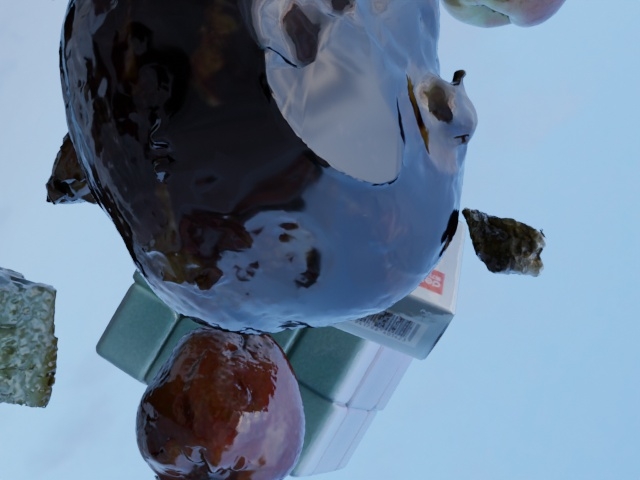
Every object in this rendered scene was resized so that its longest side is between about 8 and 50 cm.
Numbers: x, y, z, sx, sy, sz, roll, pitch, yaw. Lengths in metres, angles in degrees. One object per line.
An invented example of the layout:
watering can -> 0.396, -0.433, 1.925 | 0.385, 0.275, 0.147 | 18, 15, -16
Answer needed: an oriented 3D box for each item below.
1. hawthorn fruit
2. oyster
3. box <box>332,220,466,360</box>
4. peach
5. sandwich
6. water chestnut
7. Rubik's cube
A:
hawthorn fruit -> -0.102, 0.174, 1.180 | 0.173, 0.173, 0.179 | -45, -123, 28
oyster -> 0.143, 0.004, 0.945 | 0.093, 0.034, 0.051 | 17, -59, 59
box -> 0.000, 0.000, 1.112 | 0.135, 0.269, 0.079 | -76, -170, -47
peach -> 0.275, -0.427, 1.744 | 0.232, 0.232, 0.233 | -42, -149, 33
sandwich -> -0.403, 0.081, 1.159 | 0.325, 0.262, 0.131 | -171, -91, -66
water chestnut -> -0.066, -0.090, 0.881 | 0.346, 0.335, 0.335 | -18, -134, 35
Rubik's cube -> -0.051, 0.102, 1.583 | 0.316, 0.321, 0.319 | -61, 165, -1
